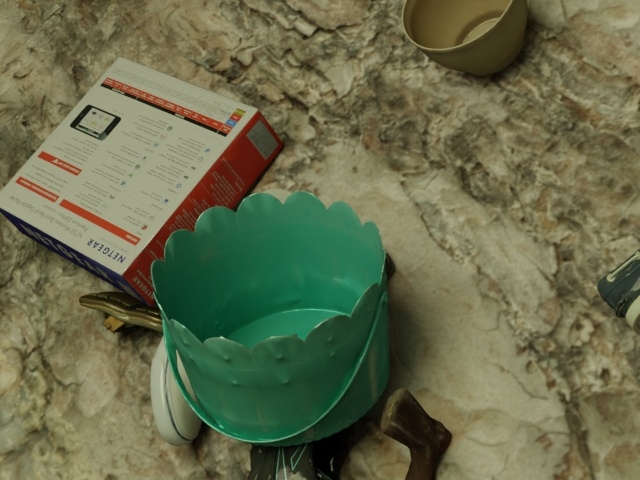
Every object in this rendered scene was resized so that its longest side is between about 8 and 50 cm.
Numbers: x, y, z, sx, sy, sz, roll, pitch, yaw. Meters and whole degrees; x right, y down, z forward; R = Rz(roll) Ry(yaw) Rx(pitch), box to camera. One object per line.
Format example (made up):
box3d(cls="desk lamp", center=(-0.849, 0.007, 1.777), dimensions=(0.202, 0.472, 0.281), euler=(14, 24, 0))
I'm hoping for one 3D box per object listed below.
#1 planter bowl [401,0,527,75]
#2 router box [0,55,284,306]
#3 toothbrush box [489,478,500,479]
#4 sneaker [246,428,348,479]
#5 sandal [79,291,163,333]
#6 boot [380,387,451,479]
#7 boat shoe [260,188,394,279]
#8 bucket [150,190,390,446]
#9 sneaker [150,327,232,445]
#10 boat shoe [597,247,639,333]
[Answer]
box3d(cls="planter bowl", center=(0.201, -0.282, 1.858), dimensions=(0.162, 0.109, 0.162), euler=(-18, 53, 25))
box3d(cls="router box", center=(-0.267, -0.096, 2.052), dimensions=(0.335, 0.082, 0.301), euler=(25, 71, 42))
box3d(cls="toothbrush box", center=(0.163, 0.400, 1.352), dimensions=(0.122, 0.206, 0.283), euler=(-16, 52, 25))
box3d(cls="sneaker", center=(-0.043, 0.309, 1.630), dimensions=(0.106, 0.101, 0.267), euler=(-2, 60, 31))
box3d(cls="sandal", center=(-0.262, 0.107, 1.951), dimensions=(0.180, 0.072, 0.049), euler=(17, 104, 33))
box3d(cls="boot", center=(0.092, 0.229, 1.580), dimensions=(0.037, 0.114, 0.106), euler=(9, 66, 38))
box3d(cls="boat shoe", center=(0.000, 0.000, 1.834), dimensions=(0.219, 0.070, 0.078), euler=(31, 99, 38))
box3d(cls="bucket", center=(-0.048, 0.093, 1.666), dimensions=(0.281, 0.183, 0.281), euler=(-8, 37, 6))
box3d(cls="sneaker", center=(-0.147, 0.135, 1.824), dimensions=(0.091, 0.094, 0.258), euler=(-11, 55, 31))
box3d(cls="boat shoe", center=(0.409, -0.010, 1.546), dimensions=(0.254, 0.095, 0.079), euler=(-47, 57, 11))
